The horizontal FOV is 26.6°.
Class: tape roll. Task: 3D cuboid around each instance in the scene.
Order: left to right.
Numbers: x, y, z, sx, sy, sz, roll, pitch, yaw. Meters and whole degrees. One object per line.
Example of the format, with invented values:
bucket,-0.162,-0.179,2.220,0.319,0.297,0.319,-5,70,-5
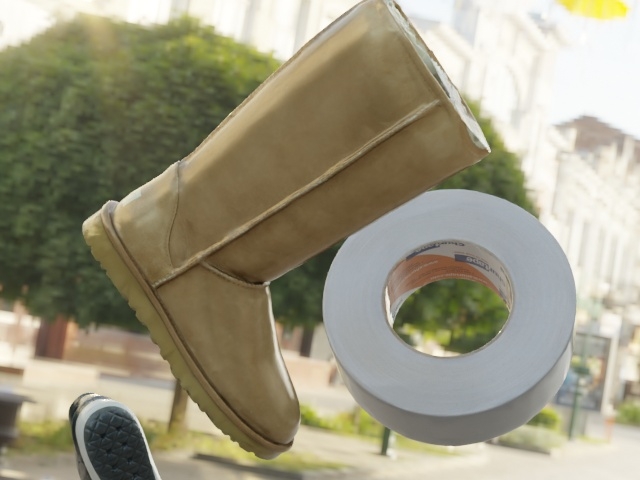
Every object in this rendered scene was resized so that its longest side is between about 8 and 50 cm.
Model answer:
tape roll,0.114,0.066,1.187,0.219,0.219,0.072,8,-29,14

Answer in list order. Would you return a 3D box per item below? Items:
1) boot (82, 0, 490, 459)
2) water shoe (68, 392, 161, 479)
boot,0.000,0.000,0.939,0.269,0.236,0.089,-33,14,14
water shoe,-0.172,0.229,1.203,0.073,0.203,0.080,-16,15,-21
